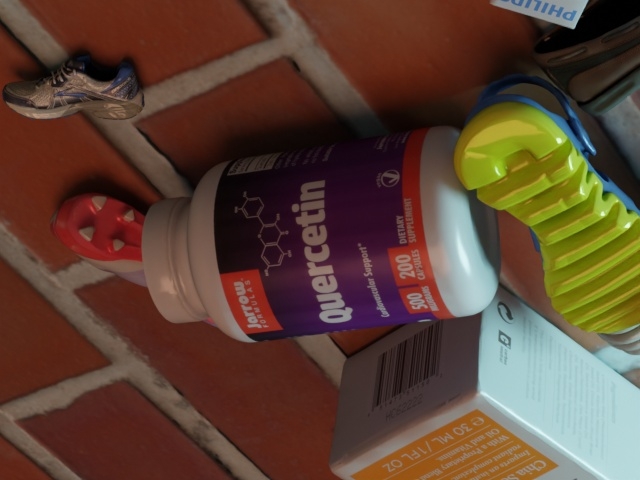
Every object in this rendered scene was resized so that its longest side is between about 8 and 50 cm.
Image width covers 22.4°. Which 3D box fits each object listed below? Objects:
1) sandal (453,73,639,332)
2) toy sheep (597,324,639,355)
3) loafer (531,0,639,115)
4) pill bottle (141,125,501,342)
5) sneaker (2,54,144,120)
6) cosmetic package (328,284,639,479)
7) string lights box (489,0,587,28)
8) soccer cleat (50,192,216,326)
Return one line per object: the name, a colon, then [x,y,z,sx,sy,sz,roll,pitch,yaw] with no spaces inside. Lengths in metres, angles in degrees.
sandal: [0.230,-0.041,1.493,0.126,0.138,0.317,-24,126,19]
toy sheep: [0.315,0.071,1.635,0.091,0.091,0.132,-27,126,33]
loafer: [0.279,-0.204,1.352,0.084,0.096,0.267,31,135,-13]
pill bottle: [0.000,0.000,1.550,0.323,0.181,0.181,-9,134,19]
sneaker: [-0.236,-0.151,1.538,0.135,0.052,0.058,-1,126,1]
cosmetic package: [0.254,0.258,1.792,0.453,0.161,0.230,35,132,-25]
string lights box: [0.206,-0.305,1.224,0.077,0.133,0.259,15,137,-6]
soccer cleat: [-0.168,0.022,1.695,0.248,0.083,0.095,29,164,-26]
